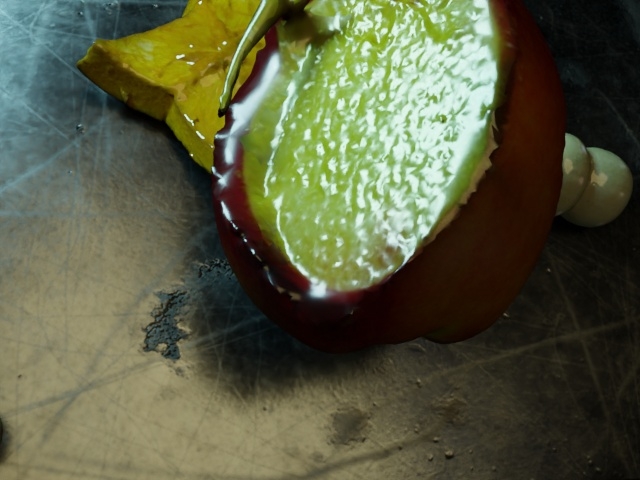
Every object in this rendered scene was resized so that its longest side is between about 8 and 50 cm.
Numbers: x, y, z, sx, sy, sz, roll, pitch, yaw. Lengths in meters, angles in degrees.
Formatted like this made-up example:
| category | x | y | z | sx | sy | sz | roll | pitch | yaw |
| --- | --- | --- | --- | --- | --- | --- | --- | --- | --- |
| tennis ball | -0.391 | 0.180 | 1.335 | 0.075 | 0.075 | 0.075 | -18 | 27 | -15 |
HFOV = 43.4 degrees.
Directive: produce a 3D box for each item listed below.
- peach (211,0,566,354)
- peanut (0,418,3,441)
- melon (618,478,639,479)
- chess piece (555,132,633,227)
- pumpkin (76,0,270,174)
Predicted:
| category | x | y | z | sx | sy | sz | roll | pitch | yaw |
| --- | --- | --- | --- | --- | --- | --- | --- | --- | --- |
| peach | 0.073 | -0.071 | 0.813 | 0.335 | 0.310 | 0.405 | 2 | 70 | 24 |
| peanut | -0.420 | 0.183 | 0.761 | 0.226 | 0.095 | 0.108 | -1 | 57 | -12 |
| melon | 0.357 | 0.331 | 0.919 | 0.168 | 0.114 | 0.114 | -8 | 75 | -18 |
| chess piece | 0.278 | -0.089 | 1.036 | 0.261 | 0.143 | 0.142 | 16 | 69 | -18 |
| pumpkin | -0.110 | -0.222 | 0.978 | 0.258 | 0.095 | 0.290 | 39 | 63 | 4 |
